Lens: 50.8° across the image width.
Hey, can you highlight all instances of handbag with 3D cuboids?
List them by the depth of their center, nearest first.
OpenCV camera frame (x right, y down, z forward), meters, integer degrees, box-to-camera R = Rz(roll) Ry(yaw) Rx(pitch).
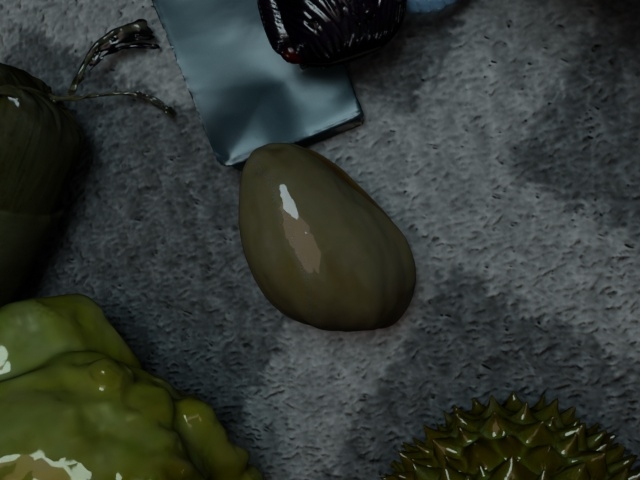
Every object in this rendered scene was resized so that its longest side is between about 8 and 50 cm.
[{"bbox_3d":[-0.059,-0.185,0.604,0.144,0.057,0.221,-21,87,7],"label":"handbag"}]

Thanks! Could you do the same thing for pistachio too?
[{"bbox_3d":[0.000,0.000,0.561,0.124,0.124,0.185,-28,101,13],"label":"pistachio"}]

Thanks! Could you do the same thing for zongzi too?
[{"bbox_3d":[-0.406,-0.088,0.631,0.418,0.181,0.447,32,98,10],"label":"zongzi"}]

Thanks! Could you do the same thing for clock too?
[{"bbox_3d":[0.026,-0.248,0.535,0.194,0.100,0.195,-19,90,-7],"label":"clock"}]

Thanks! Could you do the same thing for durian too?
[{"bbox_3d":[0.181,0.226,0.526,0.306,0.172,0.166,3,119,5],"label":"durian"}]

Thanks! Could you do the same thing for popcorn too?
[{"bbox_3d":[-0.212,0.219,0.563,0.312,0.312,0.312,1,94,13],"label":"popcorn"}]
